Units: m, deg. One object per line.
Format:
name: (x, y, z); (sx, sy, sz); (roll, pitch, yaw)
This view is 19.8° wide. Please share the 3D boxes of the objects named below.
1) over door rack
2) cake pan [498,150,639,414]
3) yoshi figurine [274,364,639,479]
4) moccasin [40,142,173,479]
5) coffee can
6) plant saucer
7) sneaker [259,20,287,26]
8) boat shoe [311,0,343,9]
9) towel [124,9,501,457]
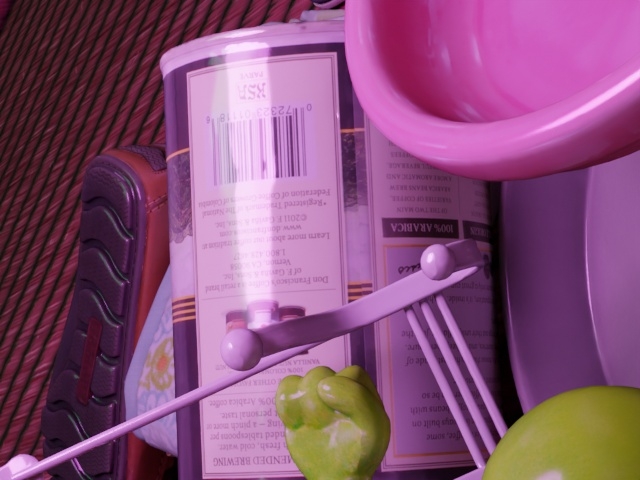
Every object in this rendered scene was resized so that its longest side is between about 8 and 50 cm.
over door rack: (-0.019, 0.173, 0.943); (0.324, 0.108, 0.239); (-27, 79, 15)
cake pan: (0.166, -0.003, 0.949); (0.293, 0.054, 0.293); (-179, 90, -75)
yoshi figurine: (0.029, 0.140, 0.786); (0.203, 0.362, 0.204); (90, 175, -75)
moccasin: (-0.151, 0.097, 1.587); (0.139, 0.147, 0.380); (23, 112, 45)
coffee can: (0.008, 0.023, 1.108); (0.201, 0.201, 0.275); (-13, 78, 63)
plant saucer: (0.149, -0.168, 0.841); (0.332, 0.084, 0.332); (-36, 38, 35)
sneaker: (-0.062, -0.061, 1.597); (0.256, 0.094, 0.151); (-66, 25, 8)
boat shoe: (0.033, -0.285, 1.627); (0.206, 0.065, 0.075); (-44, 32, 44)
towel: (0.000, 0.000, 1.362); (0.320, 0.090, 0.374); (7, 76, 61)
